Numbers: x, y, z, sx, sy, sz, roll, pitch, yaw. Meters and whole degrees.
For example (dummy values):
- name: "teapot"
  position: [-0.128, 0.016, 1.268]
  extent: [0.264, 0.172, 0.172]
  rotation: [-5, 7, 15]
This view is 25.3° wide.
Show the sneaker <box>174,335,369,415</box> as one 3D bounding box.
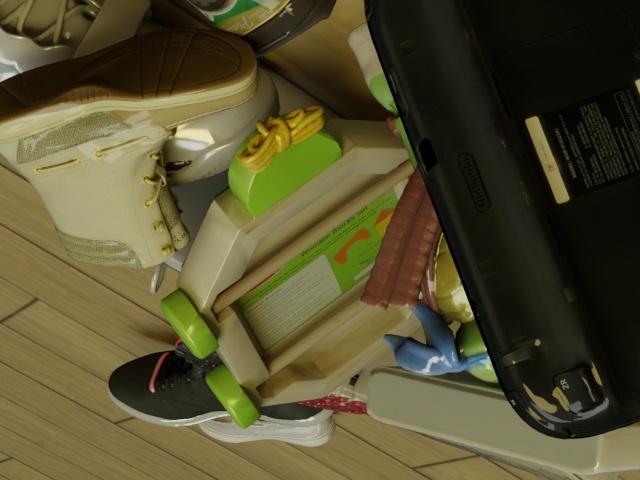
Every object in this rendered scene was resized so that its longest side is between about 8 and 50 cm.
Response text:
- name: "sneaker"
  position: [-0.008, 0.109, 1.476]
  extent: [0.121, 0.112, 0.299]
  rotation: [-1, 159, 47]

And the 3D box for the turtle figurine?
- name: "turtle figurine"
  position: [0.142, -0.049, 0.969]
  extent: [0.274, 0.266, 0.198]
  rotation: [-18, 171, 1]

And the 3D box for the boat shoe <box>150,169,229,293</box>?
- name: "boat shoe"
  position: [-0.089, -0.006, 1.310]
  extent: [0.367, 0.136, 0.156]
  rotation: [28, 157, -32]

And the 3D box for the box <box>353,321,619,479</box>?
- name: "box"
  position: [0.162, 0.141, 1.323]
  extent: [0.094, 0.113, 0.275]
  rotation: [38, 166, -33]

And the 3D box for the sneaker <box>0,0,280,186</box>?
- name: "sneaker"
  position: [-0.213, -0.164, 1.081]
  extent: [0.366, 0.137, 0.210]
  rotation: [14, 150, 10]

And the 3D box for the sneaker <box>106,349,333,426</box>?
- name: "sneaker"
  position: [-0.135, 0.138, 1.623]
  extent: [0.295, 0.104, 0.147]
  rotation: [0, 144, 26]

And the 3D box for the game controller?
- name: "game controller"
  position: [0.146, -0.049, 0.846]
  extent: [0.166, 0.319, 0.067]
  rotation: [-18, 170, -10]

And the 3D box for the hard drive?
- name: "hard drive"
  position: [0.213, 0.120, 1.012]
  extent: [0.307, 0.040, 0.203]
  rotation: [4, -178, -41]

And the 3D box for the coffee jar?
- name: "coffee jar"
  position: [-0.075, -0.205, 0.971]
  extent: [0.184, 0.079, 0.096]
  rotation: [37, 147, -25]

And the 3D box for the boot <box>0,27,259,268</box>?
- name: "boot"
  position: [-0.123, -0.061, 1.038]
  extent: [0.213, 0.077, 0.165]
  rotation: [-11, 131, 17]

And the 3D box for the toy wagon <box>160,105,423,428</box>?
- name: "toy wagon"
  position: [0.000, 0.000, 1.117]
  extent: [0.068, 0.267, 0.344]
  rotation: [47, 168, 35]

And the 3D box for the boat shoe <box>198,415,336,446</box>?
- name: "boat shoe"
  position: [-0.073, 0.212, 1.751]
  extent: [0.184, 0.066, 0.063]
  rotation: [8, 139, 28]
